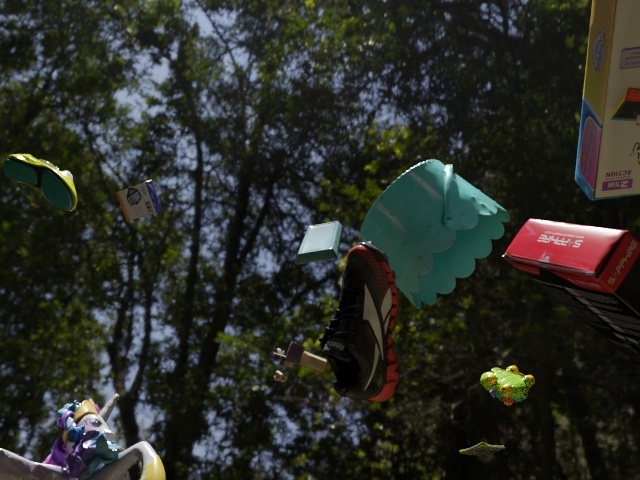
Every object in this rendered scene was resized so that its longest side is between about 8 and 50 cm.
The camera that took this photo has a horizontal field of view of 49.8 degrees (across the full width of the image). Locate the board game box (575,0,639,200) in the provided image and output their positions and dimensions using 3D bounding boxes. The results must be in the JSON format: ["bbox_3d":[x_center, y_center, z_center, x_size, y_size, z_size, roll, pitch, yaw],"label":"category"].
[{"bbox_3d":[0.453,-0.214,0.845,0.242,0.064,0.317,-6,-60,0],"label":"board game box"}]

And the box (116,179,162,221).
[{"bbox_3d":[-0.457,-0.102,1.756,0.136,0.028,0.081,-13,-80,35],"label":"box"}]

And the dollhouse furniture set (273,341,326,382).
[{"bbox_3d":[-0.053,0.285,1.558,0.114,0.091,0.081,26,-13,-28],"label":"dollhouse furniture set"}]

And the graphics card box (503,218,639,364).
[{"bbox_3d":[0.503,0.106,1.112,0.371,0.094,0.233,36,-7,-18],"label":"graphics card box"}]

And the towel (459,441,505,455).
[{"bbox_3d":[0.326,0.422,1.394,0.060,0.009,0.083,13,-31,-18],"label":"towel"}]

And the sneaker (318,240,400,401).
[{"bbox_3d":[0.063,0.140,1.159,0.135,0.276,0.097,-1,0,-42],"label":"sneaker"}]

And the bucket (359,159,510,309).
[{"bbox_3d":[0.228,-0.018,1.410,0.183,0.281,0.281,47,-27,23],"label":"bucket"}]

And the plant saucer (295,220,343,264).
[{"bbox_3d":[0.000,0.000,1.145,0.067,0.192,0.018,-9,-77,7],"label":"plant saucer"}]

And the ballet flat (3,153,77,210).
[{"bbox_3d":[-0.592,-0.136,1.507,0.231,0.077,0.077,26,-61,23],"label":"ballet flat"}]

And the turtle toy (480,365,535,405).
[{"bbox_3d":[0.421,0.332,1.580,0.130,0.095,0.066,28,-56,53],"label":"turtle toy"}]

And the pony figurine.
[{"bbox_3d":[-0.386,0.421,1.057,0.363,0.351,0.303,23,-33,44],"label":"pony figurine"}]
